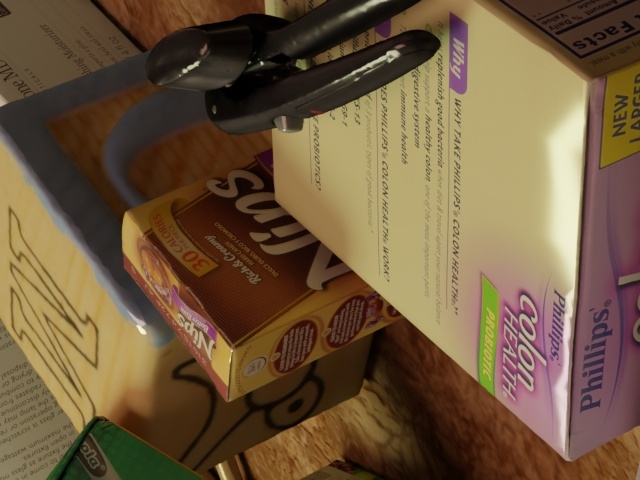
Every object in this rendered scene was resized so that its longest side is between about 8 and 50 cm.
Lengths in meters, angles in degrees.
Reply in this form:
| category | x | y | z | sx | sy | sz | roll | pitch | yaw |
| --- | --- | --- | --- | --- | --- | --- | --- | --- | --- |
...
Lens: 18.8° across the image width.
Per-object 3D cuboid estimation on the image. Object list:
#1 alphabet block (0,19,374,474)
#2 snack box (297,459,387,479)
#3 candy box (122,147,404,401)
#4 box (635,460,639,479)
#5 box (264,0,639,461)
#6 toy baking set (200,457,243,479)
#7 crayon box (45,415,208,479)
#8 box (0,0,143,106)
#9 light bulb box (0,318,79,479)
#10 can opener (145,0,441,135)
| category | x | y | z | sx | sy | sz | roll | pitch | yaw |
| --- | --- | --- | --- | --- | --- | --- | --- | --- | --- |
| alphabet block | -0.084 | 0.013 | 1.221 | 0.193 | 0.192 | 0.197 | 53 | 151 | 28 |
| snack box | 0.061 | 0.256 | 1.298 | 0.207 | 0.070 | 0.174 | 11 | 121 | 58 |
| candy box | 0.000 | 0.000 | 1.042 | 0.109 | 0.186 | 0.053 | 49 | 152 | 29 |
| box | 0.177 | 0.118 | 0.730 | 0.126 | 0.231 | 0.262 | 10 | 135 | 8 |
| box | 0.086 | -0.063 | 0.901 | 0.243 | 0.117 | 0.213 | 42 | 147 | 41 |
| toy baking set | -0.097 | 0.220 | 1.618 | 0.197 | 0.030 | 0.256 | 7 | 118 | 62 |
| crayon box | -0.059 | 0.234 | 1.186 | 0.278 | 0.081 | 0.165 | 33 | 148 | -5 |
| box | -0.191 | -0.069 | 1.434 | 0.181 | 0.119 | 0.182 | 45 | 148 | 36 |
| light bulb box | -0.350 | 0.083 | 1.757 | 0.358 | 0.225 | 0.361 | 30 | 139 | 50 |
| can opener | -0.006 | -0.079 | 0.863 | 0.186 | 0.073 | 0.059 | -5 | 100 | 54 |
